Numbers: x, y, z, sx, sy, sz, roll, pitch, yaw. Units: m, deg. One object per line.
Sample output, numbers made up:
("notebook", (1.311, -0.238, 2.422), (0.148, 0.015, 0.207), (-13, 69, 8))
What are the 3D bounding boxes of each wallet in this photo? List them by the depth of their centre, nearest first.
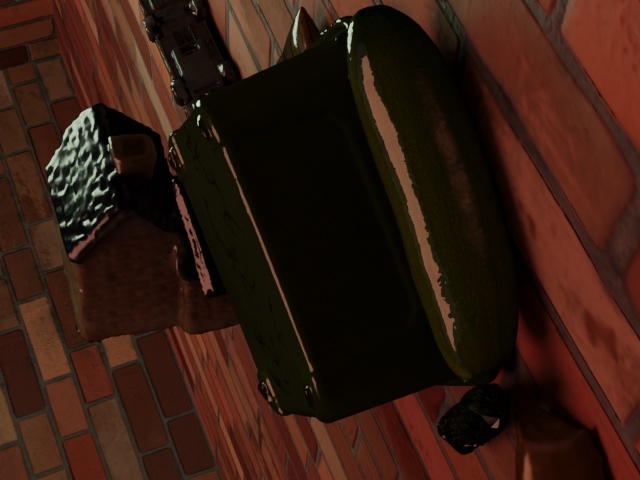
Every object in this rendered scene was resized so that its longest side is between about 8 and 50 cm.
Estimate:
("wallet", (-0.049, -0.021, 1.207), (0.025, 0.244, 0.124), (-22, 84, 37))

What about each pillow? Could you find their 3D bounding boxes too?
("pillow", (-0.019, -0.159, 1.239), (0.203, 0.038, 0.113), (128, 122, -74))

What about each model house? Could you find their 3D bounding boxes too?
("model house", (-0.184, -0.044, 1.488), (0.284, 0.299, 0.243), (97, 157, -54))

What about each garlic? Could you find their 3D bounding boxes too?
("garlic", (0.182, 0.277, 0.921), (0.143, 0.112, 0.318), (-128, 35, -61))

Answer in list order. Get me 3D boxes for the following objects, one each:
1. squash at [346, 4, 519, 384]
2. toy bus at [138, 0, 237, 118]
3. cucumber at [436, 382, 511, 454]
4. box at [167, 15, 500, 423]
("squash", (0.089, -0.038, 0.886), (0.082, 0.082, 0.292), (170, 81, -76))
("toy bus", (-0.175, -0.243, 1.644), (0.106, 0.092, 0.268), (78, 168, -63))
("cucumber", (0.129, 0.146, 0.974), (0.043, 0.044, 0.256), (48, 172, 11))
("box", (0.000, 0.000, 1.030), (0.328, 0.178, 0.253), (66, 161, 0))
